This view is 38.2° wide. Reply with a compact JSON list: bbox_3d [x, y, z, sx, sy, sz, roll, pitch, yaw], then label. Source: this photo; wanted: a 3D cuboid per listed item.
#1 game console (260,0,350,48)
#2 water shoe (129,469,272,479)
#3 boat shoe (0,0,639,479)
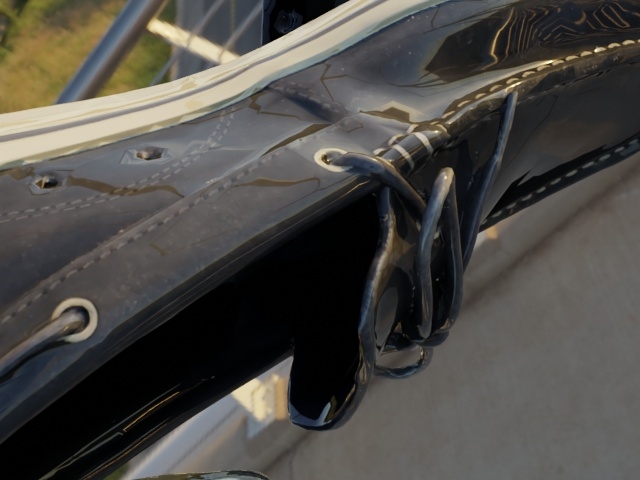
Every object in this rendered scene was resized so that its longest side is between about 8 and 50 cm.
[{"bbox_3d":[0.092,-0.250,0.761,0.342,0.060,0.386,-14,64,33],"label":"game console"},{"bbox_3d":[-0.118,0.174,0.525,0.080,0.203,0.072,96,168,-85],"label":"water shoe"},{"bbox_3d":[0.000,0.000,0.416,0.156,0.500,0.186,57,154,25],"label":"boat shoe"}]
